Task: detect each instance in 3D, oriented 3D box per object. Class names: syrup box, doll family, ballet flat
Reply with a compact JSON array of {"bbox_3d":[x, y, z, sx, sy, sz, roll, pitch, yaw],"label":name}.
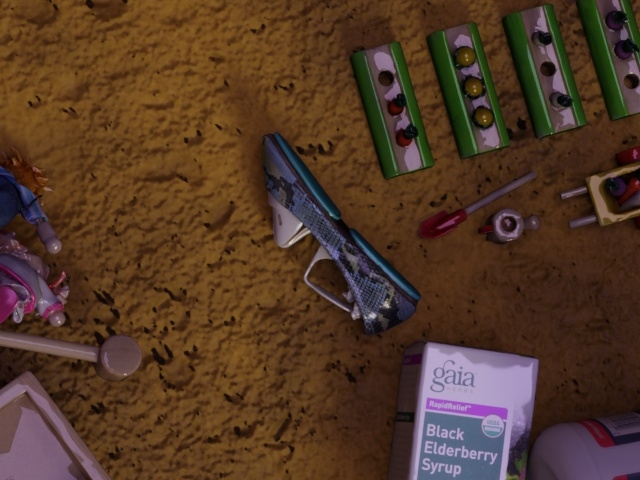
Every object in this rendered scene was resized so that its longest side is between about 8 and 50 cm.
[{"bbox_3d":[0.105,0.202,1.489,0.093,0.096,0.236,8,85,-7],"label":"syrup box"},{"bbox_3d":[-0.279,-0.048,1.427,0.263,0.163,0.118,35,102,0],"label":"doll family"},{"bbox_3d":[0.000,0.000,1.510,0.070,0.070,0.188,-40,88,-10],"label":"ballet flat"}]

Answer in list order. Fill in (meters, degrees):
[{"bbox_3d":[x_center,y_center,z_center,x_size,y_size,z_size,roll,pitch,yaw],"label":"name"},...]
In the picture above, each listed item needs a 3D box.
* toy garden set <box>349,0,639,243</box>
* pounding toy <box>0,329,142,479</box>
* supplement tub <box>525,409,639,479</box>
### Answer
[{"bbox_3d":[0.171,-0.089,1.546,0.244,0.049,0.203,-15,87,-9],"label":"toy garden set"},{"bbox_3d":[-0.227,0.150,1.452,0.206,0.094,0.181,-36,86,-19],"label":"pounding toy"},{"bbox_3d":[0.310,0.216,1.450,0.272,0.191,0.191,-9,86,-9],"label":"supplement tub"}]
